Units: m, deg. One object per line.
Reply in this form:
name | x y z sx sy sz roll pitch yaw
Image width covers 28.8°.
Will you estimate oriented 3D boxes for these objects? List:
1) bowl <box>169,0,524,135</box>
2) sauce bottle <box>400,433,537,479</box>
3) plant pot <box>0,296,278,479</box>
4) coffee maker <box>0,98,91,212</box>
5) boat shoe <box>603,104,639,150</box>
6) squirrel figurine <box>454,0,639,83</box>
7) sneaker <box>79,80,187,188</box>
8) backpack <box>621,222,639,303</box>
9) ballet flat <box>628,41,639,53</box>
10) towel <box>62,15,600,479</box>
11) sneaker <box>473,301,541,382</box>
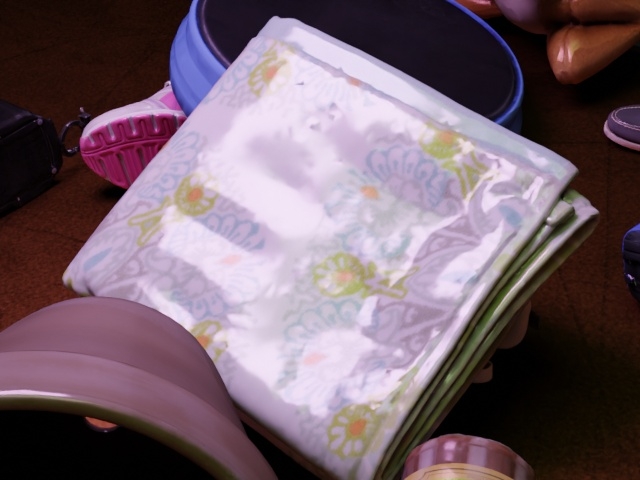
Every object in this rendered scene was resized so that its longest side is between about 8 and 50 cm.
bowl | 0.035 -0.186 1.340 0.391 0.077 0.391 10 38 -8
sauce bottle | 0.081 0.284 0.808 0.111 0.111 0.344 2 40 11
plant pot | -0.170 0.182 0.859 0.323 0.323 0.280 -6 21 1
coffee maker | -0.382 -0.114 1.400 0.178 0.120 0.171 28 27 35
boat shoe | 0.405 -0.133 1.314 0.206 0.065 0.075 5 40 15
squirrel figurine | 0.287 -0.437 1.394 0.397 0.370 0.281 -31 38 -7
sneaker | -0.146 -0.129 1.383 0.252 0.103 0.111 -12 36 -19
backpack | 0.337 0.021 1.111 0.120 0.098 0.101 12 31 42
ballet flat | 0.449 -0.274 1.483 0.203 0.074 0.074 -30 43 -17
towel | 0.000 0.000 1.055 0.374 0.090 0.320 32 74 30
sneaker | 0.127 0.040 1.121 0.153 0.094 0.235 7 41 15
